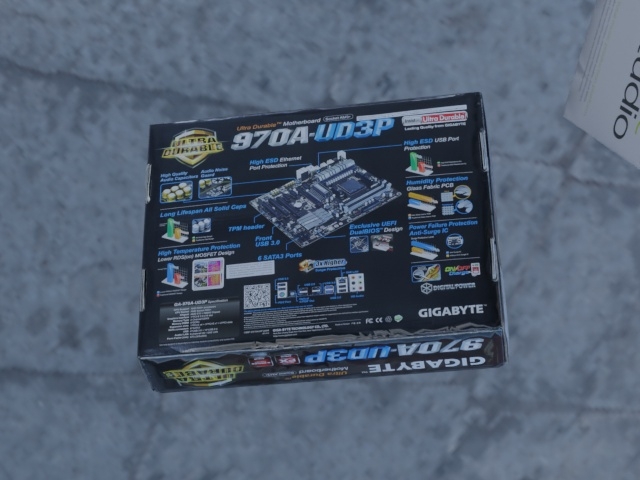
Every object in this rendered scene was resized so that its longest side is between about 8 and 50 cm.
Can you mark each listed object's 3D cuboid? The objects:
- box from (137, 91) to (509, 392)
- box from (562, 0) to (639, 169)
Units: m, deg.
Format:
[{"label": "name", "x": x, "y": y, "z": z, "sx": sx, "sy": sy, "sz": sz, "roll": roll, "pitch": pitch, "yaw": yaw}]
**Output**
[{"label": "box", "x": 0.000, "y": 0.000, "z": 0.969, "sx": 0.220, "sy": 0.175, "sz": 0.051, "roll": -6, "pitch": 147, "yaw": 6}, {"label": "box", "x": 0.302, "y": -0.153, "z": 1.192, "sx": 0.058, "sy": 0.322, "sz": 0.232, "roll": 8, "pitch": 108, "yaw": -20}]
